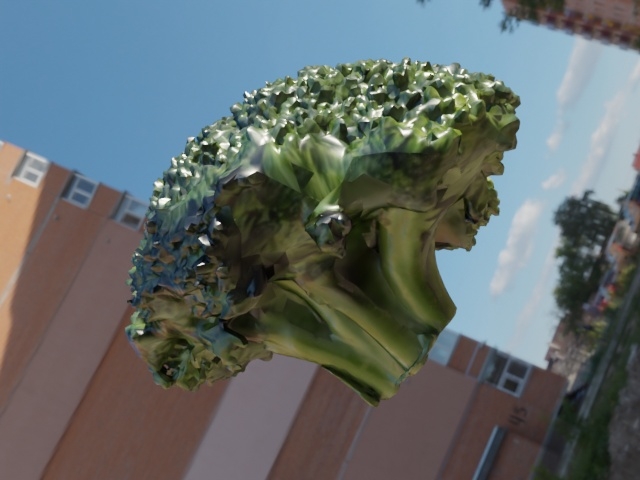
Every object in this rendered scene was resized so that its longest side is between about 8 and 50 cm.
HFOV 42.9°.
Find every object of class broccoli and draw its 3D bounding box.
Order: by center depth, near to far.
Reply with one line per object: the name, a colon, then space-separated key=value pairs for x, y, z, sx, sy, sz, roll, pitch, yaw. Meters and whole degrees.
broccoli: x=-0.003 y=-0.001 z=0.453 sx=0.226 sy=0.176 sz=0.198 roll=-66 pitch=-16 yaw=-4
